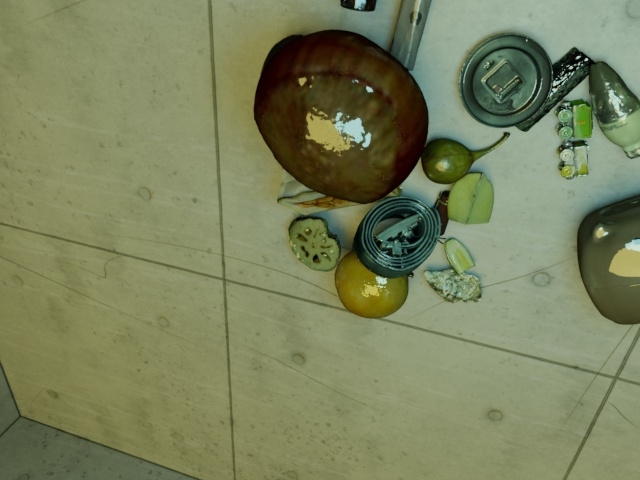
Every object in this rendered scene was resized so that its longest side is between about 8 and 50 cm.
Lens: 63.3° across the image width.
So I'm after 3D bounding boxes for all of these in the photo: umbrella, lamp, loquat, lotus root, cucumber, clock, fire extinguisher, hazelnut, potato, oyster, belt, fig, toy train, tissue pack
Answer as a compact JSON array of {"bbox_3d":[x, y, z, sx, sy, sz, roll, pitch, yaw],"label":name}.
[{"bbox_3d":[0.219,-0.532,1.248,0.073,0.067,0.337,39,132,34],"label":"umbrella"},{"bbox_3d":[0.684,-0.298,1.193,0.101,0.101,0.250,-25,103,31],"label":"lamp"},{"bbox_3d":[0.163,0.120,1.568,0.244,0.244,0.243,10,122,15],"label":"loquat"},{"bbox_3d":[-0.003,0.000,1.633,0.204,0.078,0.183,8,116,41],"label":"lotus root"},{"bbox_3d":[0.403,0.044,1.540,0.067,0.035,0.107,-29,92,-7],"label":"cucumber"},{"bbox_3d":[0.440,-0.376,1.234,0.215,0.042,0.214,10,109,31],"label":"clock"},{"bbox_3d":[0.348,-0.065,1.495,0.064,0.043,0.158,24,125,20],"label":"fire extinguisher"},{"bbox_3d":[0.054,-0.294,1.205,0.421,0.420,0.352,27,138,4],"label":"hazelnut"},{"bbox_3d":[0.419,-0.120,1.427,0.081,0.120,0.149,28,111,41],"label":"potato"},{"bbox_3d":[0.404,0.140,1.589,0.177,0.064,0.124,6,117,17],"label":"oyster"},{"bbox_3d":[0.221,-0.019,1.450,0.206,0.268,0.116,48,159,7],"label":"belt"},{"bbox_3d":[0.545,-0.354,1.233,0.078,0.062,0.211,41,125,-6],"label":"cucumber"},{"bbox_3d":[0.381,-0.228,1.364,0.237,0.124,0.124,-20,113,5],"label":"fig"},{"bbox_3d":[0.623,-0.245,1.272,0.081,0.060,0.202,-7,118,19],"label":"toy train"},{"bbox_3d":[0.817,0.013,1.225,0.387,0.267,0.276,-17,110,29],"label":"tissue pack"}]

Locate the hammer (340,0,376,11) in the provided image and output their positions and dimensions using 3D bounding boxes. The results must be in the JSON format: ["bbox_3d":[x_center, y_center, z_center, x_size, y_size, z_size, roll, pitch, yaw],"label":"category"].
[{"bbox_3d":[0.222,-0.600,1.113,0.409,0.095,0.242,27,124,31],"label":"hammer"}]

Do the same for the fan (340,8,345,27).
[{"bbox_3d":[0.038,-0.489,1.376,0.182,0.010,0.310,22,127,8],"label":"fan"}]

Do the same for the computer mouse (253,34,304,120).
[{"bbox_3d":[-0.088,-0.393,1.417,0.183,0.116,0.323,27,129,10],"label":"computer mouse"}]

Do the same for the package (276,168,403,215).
[{"bbox_3d":[0.052,-0.189,1.491,0.312,0.221,0.164,-9,76,27],"label":"package"}]
